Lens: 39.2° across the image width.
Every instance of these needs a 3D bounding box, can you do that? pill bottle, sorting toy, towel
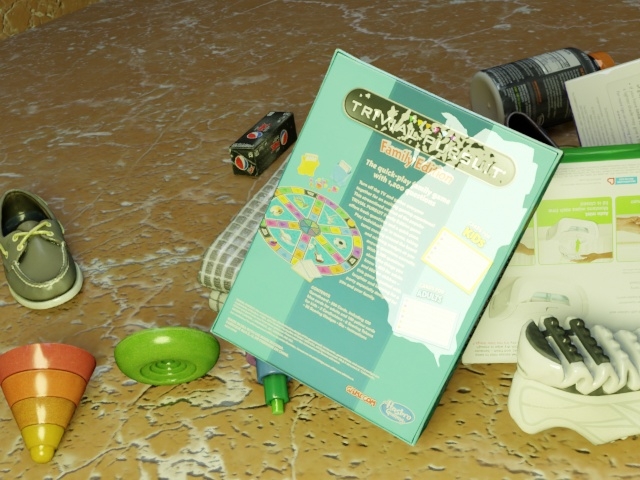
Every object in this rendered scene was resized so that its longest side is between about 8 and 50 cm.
[{"bbox_3d":[0.402,-0.267,1.597,0.245,0.130,0.130,-16,30,-12],"label":"pill bottle"},{"bbox_3d":[-0.202,0.184,1.056,0.365,0.127,0.126,-7,59,-1],"label":"sorting toy"},{"bbox_3d":[0.000,0.000,1.224,0.235,0.121,0.284,10,46,32],"label":"towel"}]

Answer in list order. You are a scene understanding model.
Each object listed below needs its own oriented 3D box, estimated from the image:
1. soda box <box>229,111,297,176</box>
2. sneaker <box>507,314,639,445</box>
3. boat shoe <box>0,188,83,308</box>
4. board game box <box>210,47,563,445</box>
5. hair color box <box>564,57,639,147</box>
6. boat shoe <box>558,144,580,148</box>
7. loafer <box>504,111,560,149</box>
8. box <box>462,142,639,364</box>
[{"bbox_3d":[-0.104,-0.181,1.667,0.053,0.060,0.169,7,33,25],"label":"soda box"},{"bbox_3d":[0.329,0.154,0.923,0.292,0.118,0.110,8,28,-9],"label":"sneaker"},{"bbox_3d":[-0.452,0.008,1.408,0.109,0.091,0.305,-21,31,-19],"label":"boat shoe"},{"bbox_3d":[0.067,0.005,0.957,0.254,0.336,0.079,28,11,14],"label":"board game box"},{"bbox_3d":[0.536,-0.179,1.260,0.339,0.185,0.110,-15,-10,20],"label":"hair color box"},{"bbox_3d":[0.371,-0.114,1.422,0.178,0.064,0.060,14,68,38],"label":"boat shoe"},{"bbox_3d":[0.323,-0.067,1.253,0.109,0.095,0.302,-20,44,-4],"label":"loafer"},{"bbox_3d":[0.287,0.015,1.023,0.262,0.231,0.127,-4,13,11],"label":"box"}]
